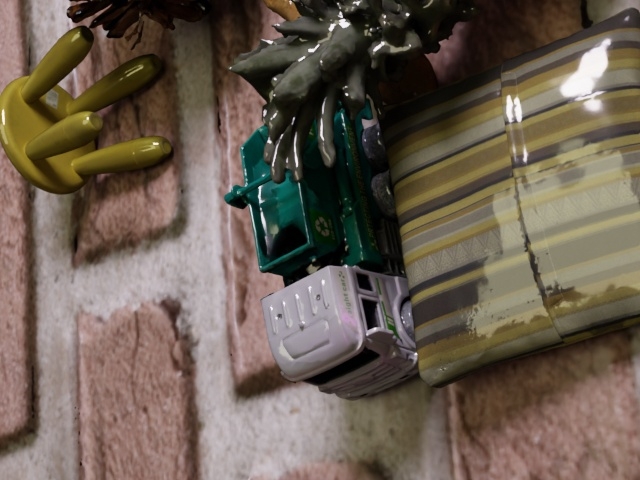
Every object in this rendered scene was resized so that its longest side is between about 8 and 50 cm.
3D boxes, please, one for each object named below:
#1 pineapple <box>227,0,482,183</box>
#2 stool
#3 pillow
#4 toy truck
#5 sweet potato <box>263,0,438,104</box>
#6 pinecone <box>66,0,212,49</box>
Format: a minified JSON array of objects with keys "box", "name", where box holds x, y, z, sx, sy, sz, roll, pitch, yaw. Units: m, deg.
[{"box":[0.058,-0.184,1.060,0.169,0.169,0.340,33,92,42],"name":"pineapple"},{"box":[-0.203,-0.108,1.344,0.110,0.134,0.135,-24,109,35],"name":"stool"},{"box":[0.139,-0.028,1.039,0.208,0.052,0.212,-21,66,31],"name":"pillow"},{"box":[0.000,0.000,1.121,0.110,0.116,0.216,-27,62,35],"name":"toy truck"},{"box":[0.024,-0.152,1.175,0.060,0.068,0.206,-40,50,-18],"name":"sweet potato"},{"box":[-0.145,-0.267,1.273,0.221,0.221,0.221,-13,71,40],"name":"pinecone"}]
